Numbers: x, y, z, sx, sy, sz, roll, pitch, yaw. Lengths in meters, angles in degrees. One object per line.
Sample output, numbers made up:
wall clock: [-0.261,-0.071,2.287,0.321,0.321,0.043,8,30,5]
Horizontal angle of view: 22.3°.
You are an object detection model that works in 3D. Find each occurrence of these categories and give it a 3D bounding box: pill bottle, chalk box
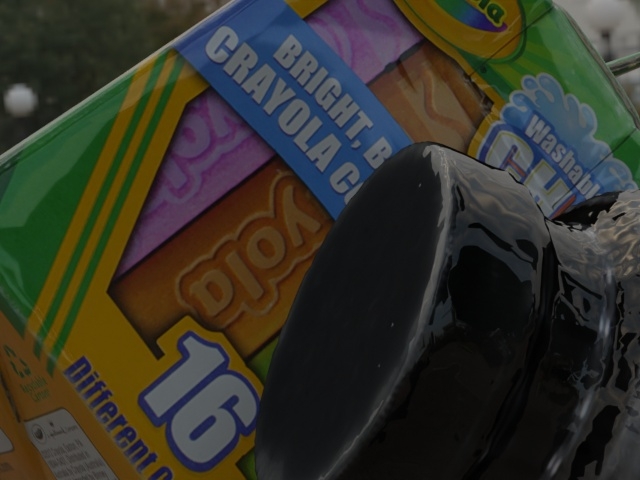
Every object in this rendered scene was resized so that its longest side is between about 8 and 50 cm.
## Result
pill bottle: [0.101,0.061,0.407,0.219,0.122,0.123,24,-5,-17]
chalk box: [0.000,0.000,0.572,0.289,0.179,0.180,-40,8,-32]
